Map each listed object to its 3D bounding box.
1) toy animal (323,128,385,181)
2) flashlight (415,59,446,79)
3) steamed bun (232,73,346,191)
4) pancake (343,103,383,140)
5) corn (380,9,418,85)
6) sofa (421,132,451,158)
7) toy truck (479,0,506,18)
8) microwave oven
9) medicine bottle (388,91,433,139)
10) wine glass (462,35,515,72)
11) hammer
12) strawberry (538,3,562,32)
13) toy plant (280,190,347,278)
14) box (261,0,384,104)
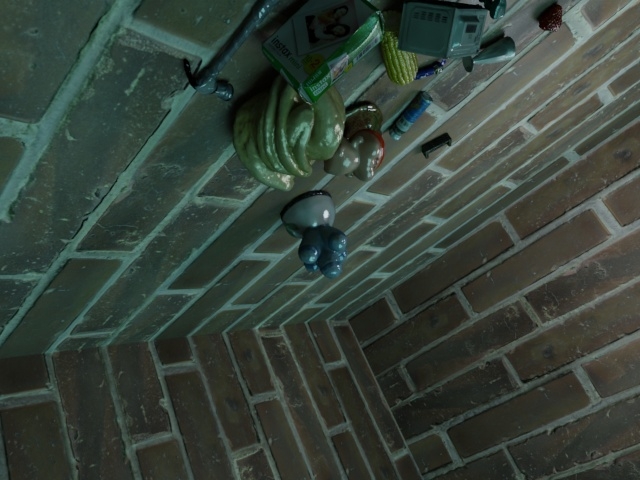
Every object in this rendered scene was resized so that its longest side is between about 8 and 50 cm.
[{"bbox_3d":[0.116,-0.279,1.648,0.197,0.171,0.171,-10,154,-20],"label":"toy animal"},{"bbox_3d":[0.337,-0.525,1.580,0.121,0.035,0.057,-22,158,-11],"label":"flashlight"},{"bbox_3d":[-0.071,-0.294,1.414,0.372,0.230,0.324,-42,156,30],"label":"steamed bun"},{"bbox_3d":[0.102,-0.362,1.695,0.250,0.031,0.250,-22,158,-9],"label":"pancake"},{"bbox_3d":[0.213,-0.518,1.388,0.093,0.093,0.244,-29,157,8],"label":"corn"},{"bbox_3d":[0.466,-0.379,2.035,0.117,0.039,0.060,-27,158,3],"label":"sofa"},{"bbox_3d":[0.404,-0.692,1.110,0.176,0.178,0.363,-20,154,-13],"label":"toy truck"},{"bbox_3d":[0.311,-0.536,1.275,0.208,0.162,0.123,-29,133,-47],"label":"microwave oven"},{"bbox_3d":[0.310,-0.427,1.747,0.051,0.051,0.191,-6,150,-39],"label":"medicine bottle"},{"bbox_3d":[0.534,-0.590,1.607,0.155,0.073,0.073,-20,157,-8],"label":"wine glass"},{"bbox_3d":[-0.151,-0.486,1.145,0.427,0.044,0.152,-39,154,27],"label":"hammer"},{"bbox_3d":[0.727,-0.698,1.596,0.073,0.073,0.083,-9,116,-36],"label":"strawberry"},{"bbox_3d":[0.000,0.000,1.992,0.247,0.332,0.247,-20,158,-9],"label":"toy plant"},{"bbox_3d":[0.007,-0.453,1.158,0.250,0.180,0.103,-42,158,4],"label":"box"}]
